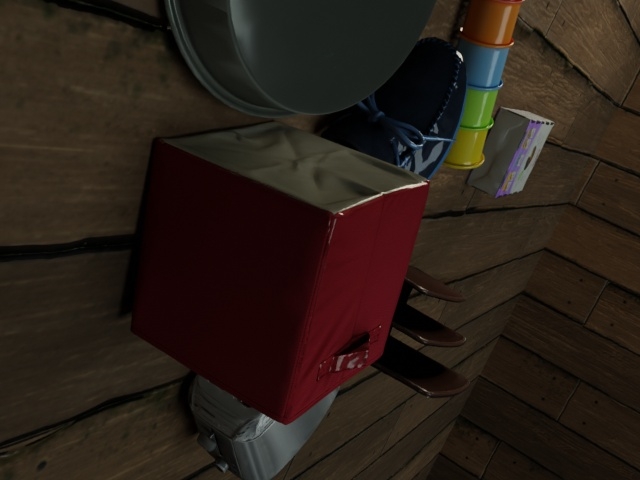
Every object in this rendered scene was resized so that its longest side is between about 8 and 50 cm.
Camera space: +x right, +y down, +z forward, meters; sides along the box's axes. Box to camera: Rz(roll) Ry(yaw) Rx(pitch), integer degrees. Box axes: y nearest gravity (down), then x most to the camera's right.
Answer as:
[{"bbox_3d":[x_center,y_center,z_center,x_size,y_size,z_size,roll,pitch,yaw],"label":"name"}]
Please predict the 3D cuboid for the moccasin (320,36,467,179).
[{"bbox_3d":[0.060,-0.090,0.834,0.341,0.138,0.117,-60,152,-3],"label":"moccasin"}]

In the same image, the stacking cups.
[{"bbox_3d":[0.223,-0.259,1.039,0.096,0.096,0.316,-36,144,-44],"label":"stacking cups"}]

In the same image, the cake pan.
[{"bbox_3d":[0.008,-0.231,0.592,0.293,0.054,0.293,-29,136,-33],"label":"cake pan"}]

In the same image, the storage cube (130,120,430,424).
[{"bbox_3d":[-0.035,0.015,0.672,0.184,0.215,0.193,-22,130,-55],"label":"storage cube"}]

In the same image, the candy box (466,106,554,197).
[{"bbox_3d":[0.389,-0.180,1.477,0.196,0.070,0.164,-12,128,-59],"label":"candy box"}]

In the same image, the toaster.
[{"bbox_3d":[-0.063,0.180,0.906,0.227,0.129,0.146,-48,151,-24],"label":"toaster"}]

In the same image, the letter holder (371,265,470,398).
[{"bbox_3d":[0.175,0.149,1.239,0.152,0.214,0.302,-63,156,5],"label":"letter holder"}]
